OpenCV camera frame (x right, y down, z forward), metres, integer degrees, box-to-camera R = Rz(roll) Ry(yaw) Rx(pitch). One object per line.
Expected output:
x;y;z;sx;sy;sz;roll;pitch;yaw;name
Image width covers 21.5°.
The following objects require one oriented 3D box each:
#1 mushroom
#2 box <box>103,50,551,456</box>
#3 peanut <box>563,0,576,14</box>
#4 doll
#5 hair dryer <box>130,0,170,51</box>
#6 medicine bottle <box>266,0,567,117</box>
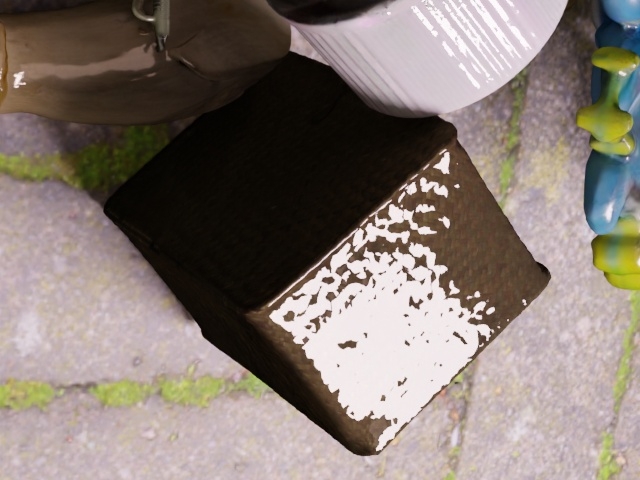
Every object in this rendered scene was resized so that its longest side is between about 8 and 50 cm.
-0.130;-0.127;1.142;0.247;0.096;0.108;-13;137;-22;mushroom
-0.001;-0.002;1.145;0.184;0.273;0.143;-43;121;-10;box
0.084;-0.254;1.186;0.143;0.159;0.291;-26;125;24;peanut
0.239;-0.142;1.285;0.346;0.098;0.341;67;36;-44;doll
-0.082;-0.239;1.125;0.167;0.067;0.199;-24;93;-35;hair dryer
-0.008;-0.237;0.939;0.242;0.242;0.395;-50;127;-7;medicine bottle
